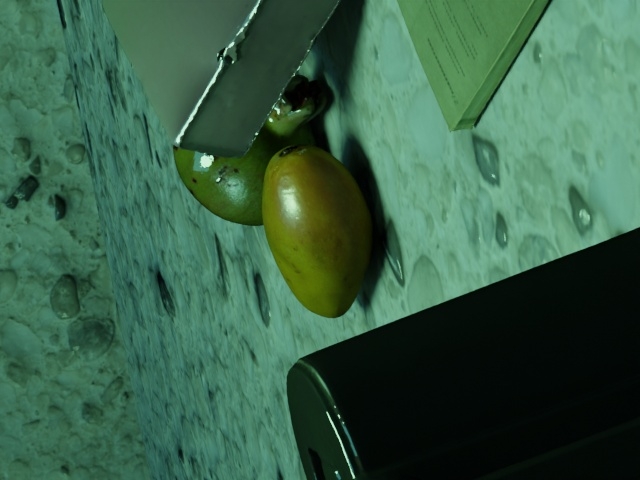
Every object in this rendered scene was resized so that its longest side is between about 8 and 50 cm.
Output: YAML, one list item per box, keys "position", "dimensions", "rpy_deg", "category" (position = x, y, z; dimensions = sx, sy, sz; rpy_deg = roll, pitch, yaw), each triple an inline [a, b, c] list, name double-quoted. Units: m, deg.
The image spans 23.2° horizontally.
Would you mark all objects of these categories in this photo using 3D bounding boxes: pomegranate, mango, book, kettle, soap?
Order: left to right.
- position: [-0.108, -0.289, 1.700]
  dimensions: [0.296, 0.107, 0.285]
  rpy_deg: [-54, 47, 30]
  category: "soap"
- position: [-0.068, -0.114, 1.881]
  dimensions: [0.179, 0.210, 0.179]
  rpy_deg: [52, -151, -45]
  category: "pomegranate"
- position: [0.000, 0.000, 1.807]
  dimensions: [0.138, 0.113, 0.253]
  rpy_deg: [30, 146, 34]
  category: "mango"
- position: [0.124, -0.247, 1.361]
  dimensions: [0.283, 0.025, 0.215]
  rpy_deg: [120, 133, -65]
  category: "book"
- position: [0.157, 0.140, 1.104]
  dimensions: [0.262, 0.308, 0.203]
  rpy_deg: [-126, 23, -52]
  category: "kettle"

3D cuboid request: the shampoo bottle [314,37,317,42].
- position: [-0.046, -0.274, 1.770]
  dimensions: [0.079, 0.079, 0.162]
  rpy_deg: [94, 153, -47]
  category: "shampoo bottle"
